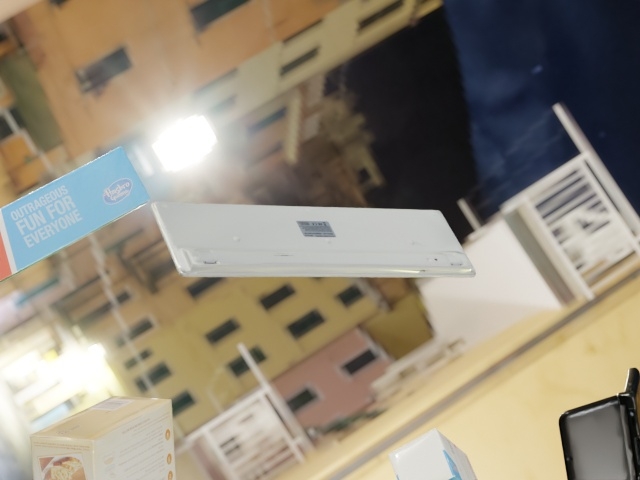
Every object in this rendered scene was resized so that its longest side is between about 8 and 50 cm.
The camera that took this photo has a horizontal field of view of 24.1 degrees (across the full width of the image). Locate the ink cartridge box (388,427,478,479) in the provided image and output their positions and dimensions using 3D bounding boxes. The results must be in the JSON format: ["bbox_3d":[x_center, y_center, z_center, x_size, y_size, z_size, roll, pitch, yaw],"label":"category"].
[{"bbox_3d":[0.187,0.374,2.349,0.143,0.090,0.092,44,20,-49],"label":"ink cartridge box"}]

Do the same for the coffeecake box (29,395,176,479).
[{"bbox_3d":[-0.190,0.248,1.355,0.142,0.068,0.185,-21,110,-66],"label":"coffeecake box"}]

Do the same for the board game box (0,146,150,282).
[{"bbox_3d":[-0.346,0.009,1.585,0.316,0.242,0.064,-18,-79,60],"label":"board game box"}]

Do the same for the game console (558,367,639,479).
[{"bbox_3d":[0.280,0.199,1.461,0.107,0.071,0.122,-52,134,-65],"label":"game console"}]

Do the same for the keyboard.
[{"bbox_3d":[0.000,0.000,1.112,0.072,0.256,0.014,58,-45,41],"label":"keyboard"}]
